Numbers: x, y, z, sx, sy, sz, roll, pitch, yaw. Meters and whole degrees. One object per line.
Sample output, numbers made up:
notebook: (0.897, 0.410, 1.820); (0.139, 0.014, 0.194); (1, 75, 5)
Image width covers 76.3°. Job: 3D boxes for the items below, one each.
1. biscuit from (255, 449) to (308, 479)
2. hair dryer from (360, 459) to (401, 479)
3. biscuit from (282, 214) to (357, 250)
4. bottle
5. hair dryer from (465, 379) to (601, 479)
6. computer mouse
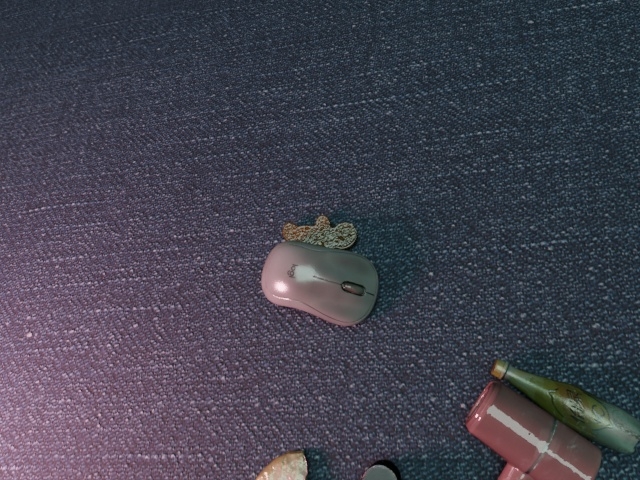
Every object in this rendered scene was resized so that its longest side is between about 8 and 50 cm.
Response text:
biscuit: (-0.074, 0.584, 0.854); (0.188, 0.040, 0.266); (6, 68, 16)
hair dryer: (0.049, 0.526, 0.815); (0.247, 0.114, 0.071); (-31, 63, 1)
biscuit: (0.000, 0.000, 1.095); (0.204, 0.031, 0.138); (-11, 70, 9)
bottle: (0.484, 0.322, 0.824); (0.269, 0.083, 0.083); (27, 75, 24)
hair dryer: (0.336, 0.475, 0.779); (0.210, 0.125, 0.353); (33, 84, 24)
computer mouse: (-0.008, 0.093, 0.995); (0.296, 0.121, 0.184); (17, 77, 15)
